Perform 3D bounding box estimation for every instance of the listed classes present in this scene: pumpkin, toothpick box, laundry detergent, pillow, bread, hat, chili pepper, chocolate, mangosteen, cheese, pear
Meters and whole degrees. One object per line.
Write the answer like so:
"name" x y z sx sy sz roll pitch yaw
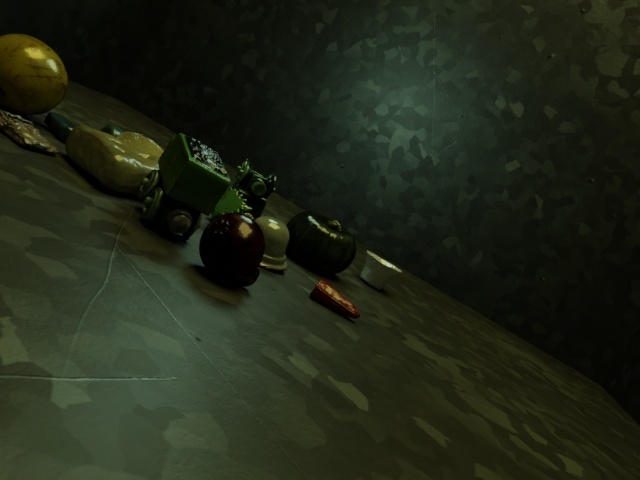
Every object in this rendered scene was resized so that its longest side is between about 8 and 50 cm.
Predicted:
"pumpkin" 0.000 0.000 2.171 0.300 0.207 0.300 27 17 -9
"toothpick box" -0.727 -0.339 2.035 0.184 0.120 0.120 26 8 -48
"laundry detergent" -0.891 -0.383 1.932 0.206 0.061 0.096 36 2 35
"pillow" -0.893 -0.332 1.638 0.248 0.049 0.135 36 5 23
"bread" -0.623 -0.277 1.955 0.267 0.040 0.267 41 26 -25
"hat" 0.259 0.144 2.489 0.203 0.126 0.203 29 8 -4
"chili pepper" 0.052 0.189 1.701 0.168 0.065 0.088 34 9 7
"chocolate" -0.175 -0.006 1.801 0.221 0.147 0.221 26 5 -3
"mangosteen" -0.218 0.027 1.409 0.199 0.200 0.200 29 8 -4
"cheese" -0.626 -0.247 1.754 0.328 0.130 0.351 34 10 26
"pear" -1.020 -0.564 1.881 0.280 0.281 0.281 29 8 -4

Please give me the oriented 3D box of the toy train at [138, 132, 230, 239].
"toy train" -0.391 -0.160 1.559 0.173 0.249 0.307 27 16 -32

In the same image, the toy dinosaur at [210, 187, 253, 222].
"toy dinosaur" -0.331 -0.074 1.898 0.194 0.152 0.177 39 -28 16

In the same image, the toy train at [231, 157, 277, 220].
"toy train" -0.295 -0.198 2.248 0.166 0.238 0.299 26 6 -16
